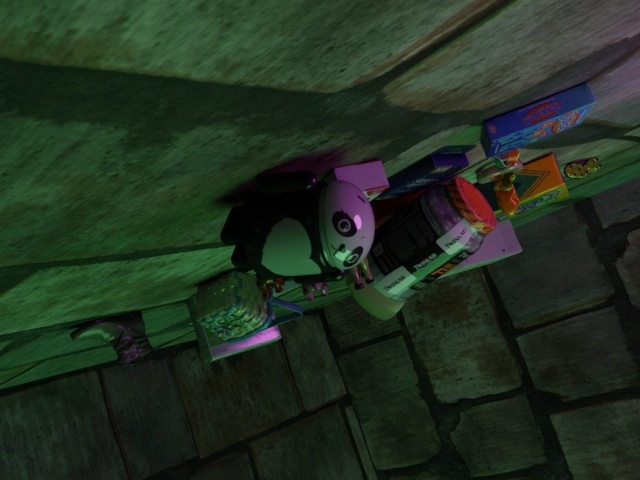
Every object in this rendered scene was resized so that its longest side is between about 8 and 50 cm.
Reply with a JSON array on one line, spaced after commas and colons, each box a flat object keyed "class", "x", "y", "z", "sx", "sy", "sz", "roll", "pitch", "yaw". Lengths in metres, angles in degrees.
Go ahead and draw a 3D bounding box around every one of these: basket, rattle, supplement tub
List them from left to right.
[{"class": "basket", "x": -0.236, "y": 0.221, "z": 2.097, "sx": 0.255, "sy": 0.201, "sz": 0.289, "roll": -27, "pitch": 146, "yaw": 36}, {"class": "supplement tub", "x": 0.260, "y": -0.004, "z": 1.627, "sx": 0.316, "sy": 0.193, "sz": 0.194, "roll": -39, "pitch": 161, "yaw": 29}, {"class": "rattle", "x": 0.486, "y": -0.149, "z": 1.727, "sx": 0.130, "sy": 0.142, "sz": 0.200, "roll": 1, "pitch": 174, "yaw": -7}]

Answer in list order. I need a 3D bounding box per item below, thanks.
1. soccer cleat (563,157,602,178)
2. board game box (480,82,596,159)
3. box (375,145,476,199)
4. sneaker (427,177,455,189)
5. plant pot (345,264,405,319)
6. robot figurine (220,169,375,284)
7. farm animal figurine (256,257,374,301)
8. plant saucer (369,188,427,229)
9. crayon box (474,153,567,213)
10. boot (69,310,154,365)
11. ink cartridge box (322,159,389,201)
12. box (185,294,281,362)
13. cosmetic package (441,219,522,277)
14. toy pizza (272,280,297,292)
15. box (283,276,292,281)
[{"class": "soccer cleat", "x": 0.859, "y": -0.232, "z": 2.200, "sx": 0.179, "sy": 0.060, "sz": 0.072, "roll": -16, "pitch": 172, "yaw": -33}, {"class": "board game box", "x": 0.440, "y": -0.241, "z": 1.362, "sx": 0.210, "sy": 0.047, "sz": 0.160, "roll": -21, "pitch": 170, "yaw": 9}, {"class": "box", "x": 0.241, "y": -0.153, "z": 1.517, "sx": 0.136, "sy": 0.036, "sz": 0.225, "roll": -10, "pitch": 165, "yaw": -45}, {"class": "sneaker", "x": 0.356, "y": -0.113, "z": 1.811, "sx": 0.121, "sy": 0.108, "sz": 0.302, "roll": -38, "pitch": 167, "yaw": -10}, {"class": "plant pot", "x": 0.211, "y": 0.148, "z": 2.594, "sx": 0.191, "sy": 0.284, "sz": 0.284, "roll": 23, "pitch": 153, "yaw": -19}, {"class": "robot figurine", "x": -0.039, "y": -0.018, "z": 1.221, "sx": 0.278, "sy": 0.173, "sz": 0.209, "roll": -6, "pitch": 167, "yaw": 17}, {"class": "farm animal figurine", "x": 0.000, "y": 0.000, "z": 1.521, "sx": 0.330, "sy": 0.172, "sz": 0.327, "roll": -9, "pitch": -164, "yaw": 34}, {"class": "plant saucer", "x": 0.146, "y": -0.064, "z": 1.803, "sx": 0.259, "sy": 0.047, "sz": 0.258, "roll": -16, "pitch": 170, "yaw": -13}, {"class": "crayon box", "x": 0.604, "y": -0.141, "z": 2.076, "sx": 0.313, "sy": 0.106, "sz": 0.363, "roll": -24, "pitch": 170, "yaw": 20}, {"class": "boot", "x": -0.652, "y": 0.325, "z": 2.099, "sx": 0.247, "sy": 0.161, "sz": 0.083, "roll": -11, "pitch": 167, "yaw": -39}, {"class": "ink cartridge box", "x": 0.055, "y": -0.101, "z": 1.355, "sx": 0.109, "sy": 0.063, "sz": 0.150, "roll": -15, "pitch": 169, "yaw": -25}, {"class": "box", "x": -0.303, "y": 0.278, "z": 2.307, "sx": 0.262, "sy": 0.231, "sz": 0.127, "roll": -14, "pitch": 169, "yaw": -26}, {"class": "cosmetic package", "x": 0.535, "y": -0.007, "z": 2.386, "sx": 0.385, "sy": 0.217, "sz": 0.156, "roll": -13, "pitch": 169, "yaw": -45}, {"class": "toy pizza", "x": -0.101, "y": 0.121, "z": 2.337, "sx": 0.201, "sy": 0.032, "sz": 0.201, "roll": -25, "pitch": 162, "yaw": -9}, {"class": "box", "x": -0.031, "y": 0.051, "z": 1.971, "sx": 0.158, "sy": 0.093, "sz": 0.156, "roll": -27, "pitch": 168, "yaw": 35}]
